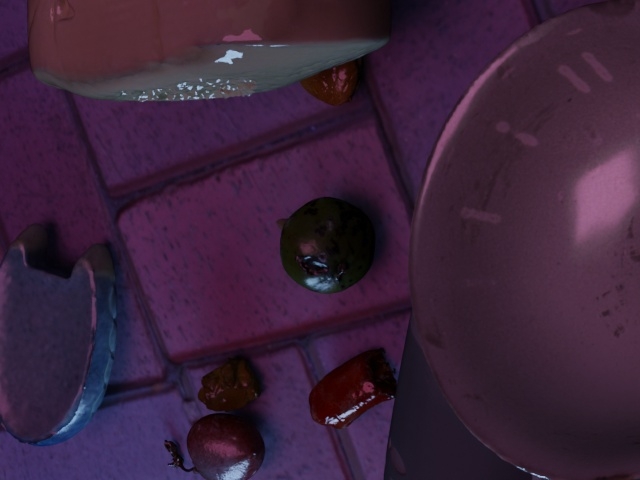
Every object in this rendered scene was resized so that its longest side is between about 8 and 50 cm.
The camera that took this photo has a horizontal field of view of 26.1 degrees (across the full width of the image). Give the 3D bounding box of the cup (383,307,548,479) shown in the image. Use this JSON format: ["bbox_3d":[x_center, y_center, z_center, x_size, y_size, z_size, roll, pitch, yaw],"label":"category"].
[{"bbox_3d":[0.204,0.238,1.472,0.259,0.357,0.275,7,118,-4],"label":"cup"}]

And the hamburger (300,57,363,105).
[{"bbox_3d":[0.011,-0.202,1.655,0.083,0.044,0.076,21,117,27],"label":"hamburger"}]

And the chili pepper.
[{"bbox_3d":[0.038,0.194,1.754,0.073,0.070,0.123,46,126,-6],"label":"chili pepper"}]

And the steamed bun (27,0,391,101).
[{"bbox_3d":[-0.113,-0.343,1.539,0.456,0.290,0.371,-1,89,39],"label":"steamed bun"}]

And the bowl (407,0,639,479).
[{"bbox_3d":[0.304,0.008,1.285,0.434,0.196,0.435,-10,76,46],"label":"bowl"}]

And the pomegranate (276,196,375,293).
[{"bbox_3d":[0.000,0.000,1.695,0.161,0.122,0.122,32,126,56],"label":"pomegranate"}]

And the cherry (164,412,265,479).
[{"bbox_3d":[-0.161,0.289,1.923,0.225,0.090,0.107,-8,132,45],"label":"cherry"}]

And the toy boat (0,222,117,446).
[{"bbox_3d":[-0.386,0.144,2.047,0.215,0.123,0.330,13,102,25],"label":"toy boat"}]

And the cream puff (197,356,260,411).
[{"bbox_3d":[-0.125,0.198,1.888,0.058,0.083,0.083,-100,17,-49],"label":"cream puff"}]
